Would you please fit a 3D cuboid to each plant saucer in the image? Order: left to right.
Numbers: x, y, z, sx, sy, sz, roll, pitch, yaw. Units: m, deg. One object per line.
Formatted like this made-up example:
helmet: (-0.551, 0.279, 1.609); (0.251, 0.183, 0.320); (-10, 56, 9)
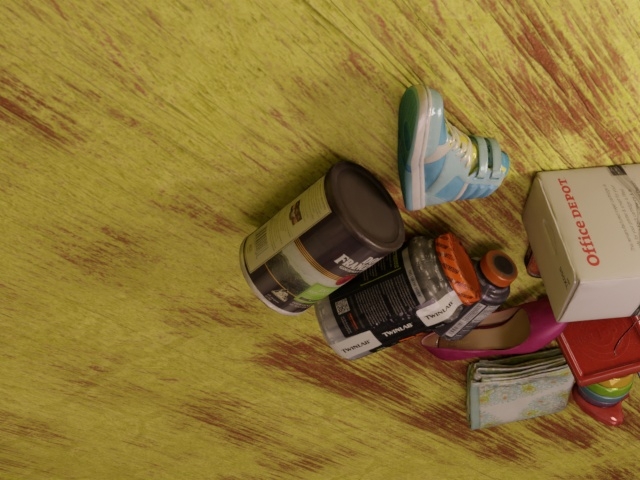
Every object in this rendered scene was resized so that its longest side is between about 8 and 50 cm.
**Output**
plant saucer: (0.700, 0.228, 1.854); (0.258, 0.259, 0.048); (-27, 179, 37)

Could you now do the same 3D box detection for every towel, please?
towel: (0.610, 0.463, 2.288); (0.321, 0.090, 0.374); (-9, 143, 3)

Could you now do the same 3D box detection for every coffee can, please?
coffee can: (0.000, 0.000, 1.482); (0.202, 0.201, 0.275); (26, 132, -36)

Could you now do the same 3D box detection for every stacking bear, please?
stacking bear: (0.845, 0.373, 2.165); (0.164, 0.175, 0.289); (19, 135, 19)

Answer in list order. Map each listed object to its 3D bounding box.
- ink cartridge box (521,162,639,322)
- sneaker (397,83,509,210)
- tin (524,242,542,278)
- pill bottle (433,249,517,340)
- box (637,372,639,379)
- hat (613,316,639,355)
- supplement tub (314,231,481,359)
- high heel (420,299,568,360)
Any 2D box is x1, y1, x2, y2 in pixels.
ink cartridge box: (0.650, -0.004, 1.528); (0.395, 0.285, 0.166); (-4, 143, -4)
sneaker: (0.251, -0.178, 1.365); (0.208, 0.127, 0.319); (-6, 152, 1)
tin: (0.542, 0.022, 1.748); (0.106, 0.040, 0.189); (-2, 142, -2)
pill bottle: (0.361, 0.126, 1.770); (0.130, 0.130, 0.245); (12, 138, -24)
box: (1.130, 0.389, 2.262); (0.262, 0.126, 0.231); (23, 131, -35)
hat: (0.776, 0.139, 1.768); (0.209, 0.173, 0.183); (-3, 127, -13)
supplement tub: (0.171, 0.120, 1.665); (0.338, 0.207, 0.207); (-25, 140, 22)
high heel: (0.443, 0.234, 1.902); (0.181, 0.127, 0.377); (13, 146, -40)
